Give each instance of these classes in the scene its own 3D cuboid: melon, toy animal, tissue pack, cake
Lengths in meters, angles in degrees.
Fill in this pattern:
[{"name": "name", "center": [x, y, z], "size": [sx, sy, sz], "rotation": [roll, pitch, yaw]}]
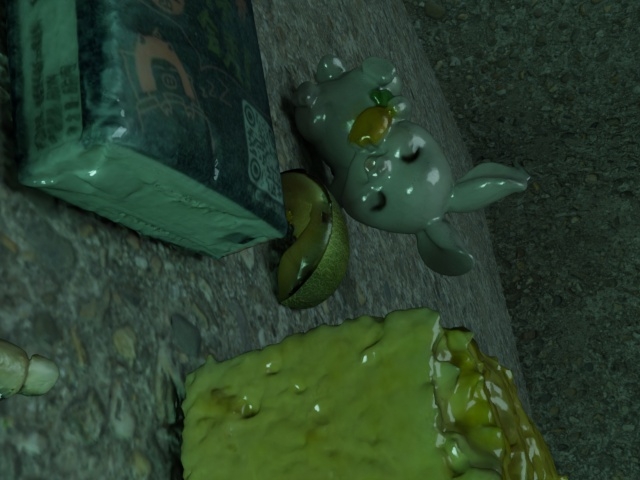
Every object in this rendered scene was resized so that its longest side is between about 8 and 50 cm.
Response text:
[{"name": "melon", "center": [0.000, 0.000, 0.769], "size": [0.128, 0.079, 0.160], "rotation": [43, 33, -52]}, {"name": "toy animal", "center": [0.099, -0.106, 0.924], "size": [0.325, 0.208, 0.154], "rotation": [33, -5, 11]}, {"name": "tissue pack", "center": [-0.125, -0.161, 0.534], "size": [0.228, 0.103, 0.315], "rotation": [32, 44, -63]}, {"name": "cake", "center": [0.061, 0.206, 0.517], "size": [0.286, 0.228, 0.222], "rotation": [45, 31, -53]}]

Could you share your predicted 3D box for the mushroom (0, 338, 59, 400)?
[{"name": "mushroom", "center": [-0.182, 0.018, 0.285], "size": [0.187, 0.060, 0.061], "rotation": [58, 15, -49]}]
